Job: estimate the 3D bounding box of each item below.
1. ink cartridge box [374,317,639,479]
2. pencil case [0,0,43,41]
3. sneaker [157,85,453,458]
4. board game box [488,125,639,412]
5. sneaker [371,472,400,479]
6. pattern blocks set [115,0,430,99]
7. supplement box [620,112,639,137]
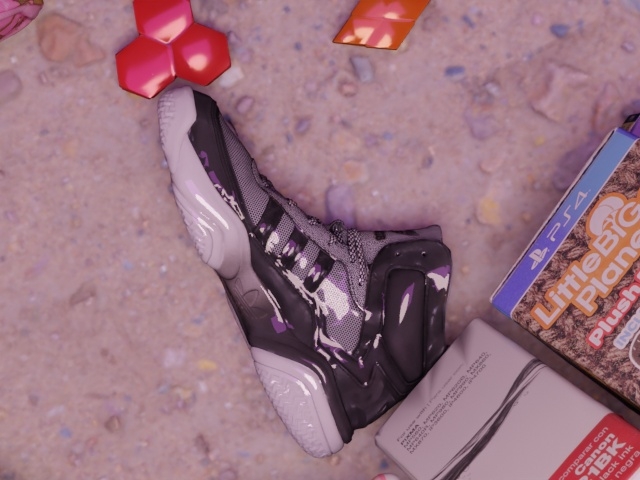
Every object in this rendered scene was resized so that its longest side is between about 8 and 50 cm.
[{"bbox_3d":[0.174,0.178,1.234,0.197,0.273,0.114,41,88,-23],"label":"ink cartridge box"},{"bbox_3d":[-0.326,-0.279,1.306,0.167,0.160,0.386,-24,92,33],"label":"pencil case"},{"bbox_3d":[0.000,0.000,1.341,0.153,0.101,0.268,-25,97,-1],"label":"sneaker"},{"bbox_3d":[0.286,0.085,1.208,0.232,0.291,0.141,35,91,-35],"label":"board game box"},{"bbox_3d":[0.009,0.203,1.231,0.070,0.051,0.134,14,72,-7],"label":"sneaker"},{"bbox_3d":[-0.016,-0.259,1.370,0.325,0.026,0.285,-17,91,0],"label":"pattern blocks set"},{"bbox_3d":[0.225,-0.031,1.360,0.083,0.056,0.083,36,91,-1],"label":"supplement box"}]
